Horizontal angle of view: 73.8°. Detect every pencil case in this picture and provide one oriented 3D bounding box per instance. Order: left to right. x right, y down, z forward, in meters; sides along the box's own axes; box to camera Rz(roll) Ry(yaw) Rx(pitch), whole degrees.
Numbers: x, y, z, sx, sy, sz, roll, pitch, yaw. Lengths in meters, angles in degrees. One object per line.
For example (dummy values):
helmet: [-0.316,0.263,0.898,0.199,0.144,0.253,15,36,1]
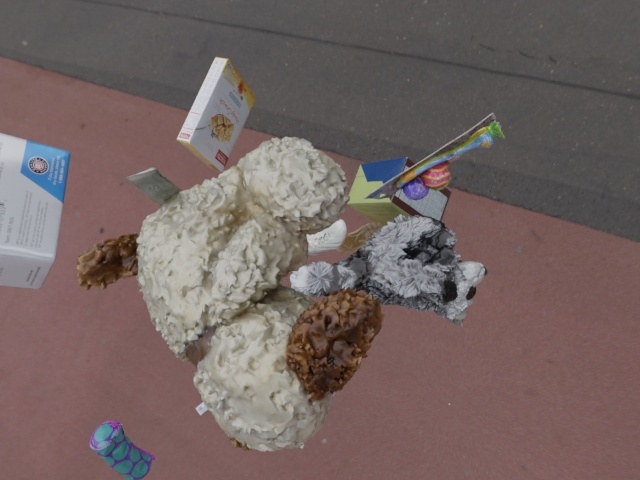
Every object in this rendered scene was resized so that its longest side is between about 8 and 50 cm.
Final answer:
pencil case: [-0.435,0.465,0.939,0.064,0.152,0.070,19,50,44]

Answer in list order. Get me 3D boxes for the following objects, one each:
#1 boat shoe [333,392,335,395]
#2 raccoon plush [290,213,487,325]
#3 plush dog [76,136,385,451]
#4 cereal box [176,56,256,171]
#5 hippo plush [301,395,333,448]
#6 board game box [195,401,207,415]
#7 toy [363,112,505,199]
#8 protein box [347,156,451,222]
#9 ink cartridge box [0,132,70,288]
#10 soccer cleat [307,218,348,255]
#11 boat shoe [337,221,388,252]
boat shoe: [-0.040,0.346,1.376,0.335,0.121,0.119,58,134,27]
raccoon plush: [0.183,0.094,1.075,0.446,0.299,0.216,0,62,21]
plush dog: [-0.068,0.071,0.376,0.210,0.262,0.225,-17,63,-38]
cereal box: [-0.265,-0.322,1.116,0.047,0.173,0.240,18,81,20]
hippo plush: [-0.104,0.386,1.172,0.236,0.234,0.294,5,60,26]
board game box: [-0.288,0.457,1.277,0.154,0.103,0.026,-39,75,-6]
toy: [0.203,-0.118,0.727,0.237,0.137,0.056,-36,79,26]
protein box: [0.223,-0.123,1.229,0.199,0.201,0.136,5,70,56]
ink cartridge box: [-0.744,-0.082,0.838,0.166,0.394,0.286,-36,53,41]
soccer cleat: [0.000,0.000,1.065,0.076,0.196,0.068,-6,75,-29]
boat shoe: [0.126,-0.010,1.228,0.170,0.059,0.063,-17,84,10]
